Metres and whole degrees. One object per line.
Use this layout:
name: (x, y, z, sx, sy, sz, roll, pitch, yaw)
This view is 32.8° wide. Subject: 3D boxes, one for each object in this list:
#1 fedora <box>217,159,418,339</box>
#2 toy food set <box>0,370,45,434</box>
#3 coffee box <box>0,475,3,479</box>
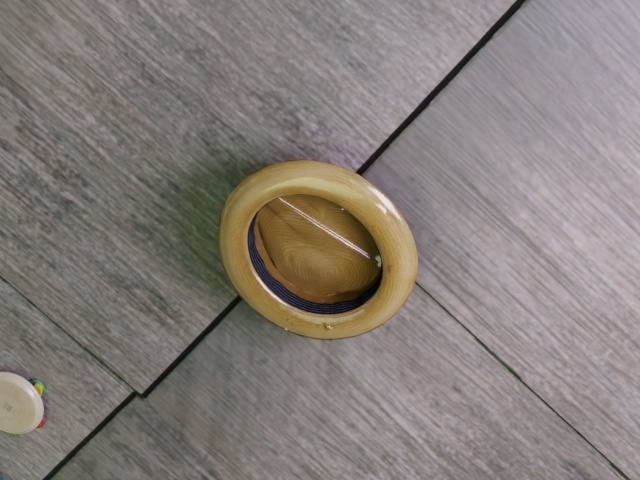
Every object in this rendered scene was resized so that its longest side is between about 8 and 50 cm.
fedora: (0.000, 0.000, 1.033, 0.195, 0.079, 0.194, 3, 117, 7)
toy food set: (-0.347, 0.183, 1.223, 0.083, 0.020, 0.083, 20, 115, 4)
coffee box: (-0.415, 0.278, 1.230, 0.041, 0.113, 0.184, -16, 109, 22)
